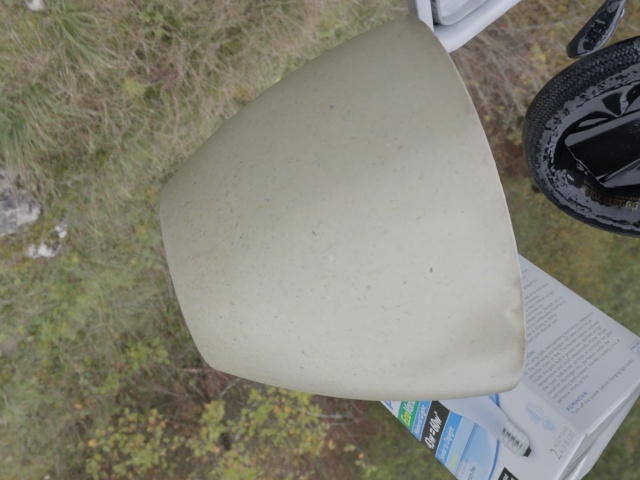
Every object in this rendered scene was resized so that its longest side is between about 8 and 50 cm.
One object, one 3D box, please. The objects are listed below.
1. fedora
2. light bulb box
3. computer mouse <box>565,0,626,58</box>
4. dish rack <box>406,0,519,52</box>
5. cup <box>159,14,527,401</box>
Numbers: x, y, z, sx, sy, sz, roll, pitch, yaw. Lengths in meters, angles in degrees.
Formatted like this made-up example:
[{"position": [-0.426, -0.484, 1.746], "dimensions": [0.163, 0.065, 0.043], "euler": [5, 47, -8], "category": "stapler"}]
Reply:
[{"position": [0.420, -0.148, 0.760], "dimensions": [0.334, 0.334, 0.152], "euler": [79, 29, -47], "category": "fedora"}, {"position": [0.319, 0.246, 1.118], "dimensions": [0.225, 0.361, 0.358], "euler": [-27, 140, -30], "category": "light bulb box"}, {"position": [0.437, -0.350, 0.885], "dimensions": [0.242, 0.041, 0.071], "euler": [-53, 173, 37], "category": "computer mouse"}, {"position": [0.187, -0.337, 0.525], "dimensions": [0.333, 0.072, 0.285], "euler": [-38, 157, -2], "category": "dish rack"}, {"position": [0.000, 0.000, 0.562], "dimensions": [0.237, 0.331, 0.331], "euler": [-15, 138, 0], "category": "cup"}]
